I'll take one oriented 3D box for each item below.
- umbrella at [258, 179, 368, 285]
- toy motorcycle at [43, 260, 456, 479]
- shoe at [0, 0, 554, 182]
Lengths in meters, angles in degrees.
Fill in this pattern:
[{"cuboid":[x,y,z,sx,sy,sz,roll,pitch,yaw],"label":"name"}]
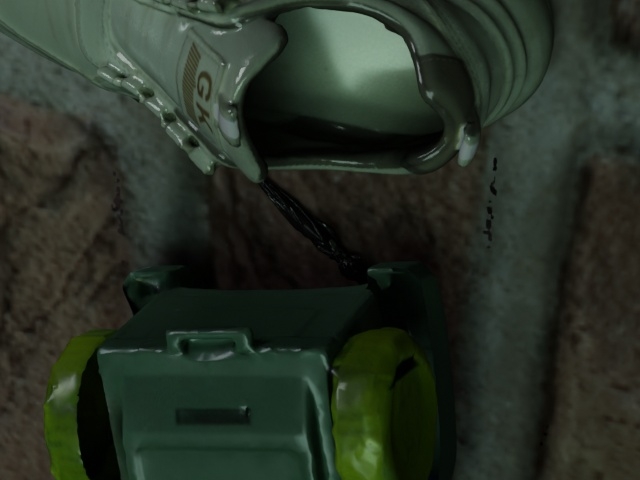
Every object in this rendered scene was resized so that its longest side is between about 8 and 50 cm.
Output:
[{"cuboid":[0.002,-0.001,1.057,0.122,0.013,0.022,47,142,-17],"label":"umbrella"},{"cuboid":[-0.012,0.170,1.069,0.191,0.200,0.326,-1,112,20],"label":"toy motorcycle"},{"cuboid":[-0.048,-0.094,0.927,0.316,0.159,0.124,9,124,6],"label":"shoe"}]
